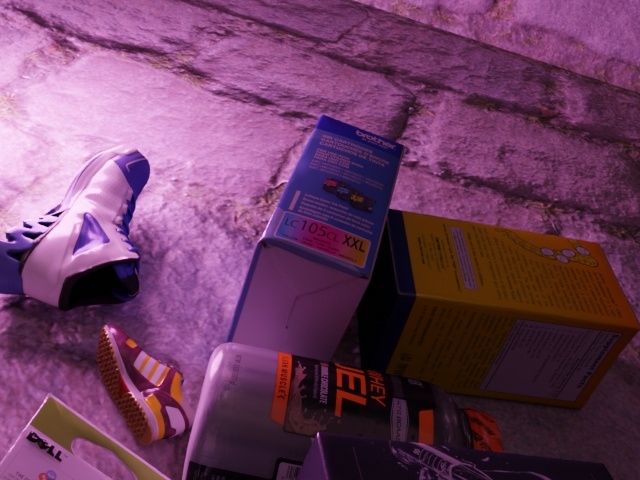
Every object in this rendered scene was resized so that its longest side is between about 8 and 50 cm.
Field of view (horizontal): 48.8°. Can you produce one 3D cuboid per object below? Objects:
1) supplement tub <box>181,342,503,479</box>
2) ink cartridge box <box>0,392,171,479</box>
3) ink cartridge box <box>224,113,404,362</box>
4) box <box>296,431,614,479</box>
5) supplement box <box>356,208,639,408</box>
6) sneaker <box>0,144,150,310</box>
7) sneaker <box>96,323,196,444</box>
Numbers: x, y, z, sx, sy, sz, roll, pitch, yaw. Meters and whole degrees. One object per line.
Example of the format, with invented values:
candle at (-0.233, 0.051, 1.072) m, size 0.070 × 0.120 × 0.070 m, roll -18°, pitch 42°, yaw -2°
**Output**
supplement tub at (0.021, 0.248, 0.818) m, size 0.338 × 0.207 × 0.207 m, roll 12°, pitch 39°, yaw -5°
ink cartridge box at (-0.261, 0.299, 0.672) m, size 0.189 × 0.097 × 0.255 m, roll 40°, pitch 22°, yaw -12°
ink cartridge box at (0.000, 0.000, 1.059) m, size 0.151 × 0.270 × 0.395 m, roll 23°, pitch 39°, yaw 1°
box at (0.140, 0.352, 0.560) m, size 0.313 × 0.178 × 0.343 m, roll 10°, pitch 29°, yaw -17°
supplement box at (0.252, 0.105, 1.078) m, size 0.357 × 0.194 × 0.195 m, roll 9°, pitch 39°, yaw -9°
sneaker at (-0.330, 0.004, 1.076) m, size 0.182 × 0.127 × 0.315 m, roll 26°, pitch 47°, yaw 7°
sneaker at (-0.230, 0.182, 0.932) m, size 0.084 × 0.069 × 0.185 m, roll -9°, pitch 50°, yaw -40°
